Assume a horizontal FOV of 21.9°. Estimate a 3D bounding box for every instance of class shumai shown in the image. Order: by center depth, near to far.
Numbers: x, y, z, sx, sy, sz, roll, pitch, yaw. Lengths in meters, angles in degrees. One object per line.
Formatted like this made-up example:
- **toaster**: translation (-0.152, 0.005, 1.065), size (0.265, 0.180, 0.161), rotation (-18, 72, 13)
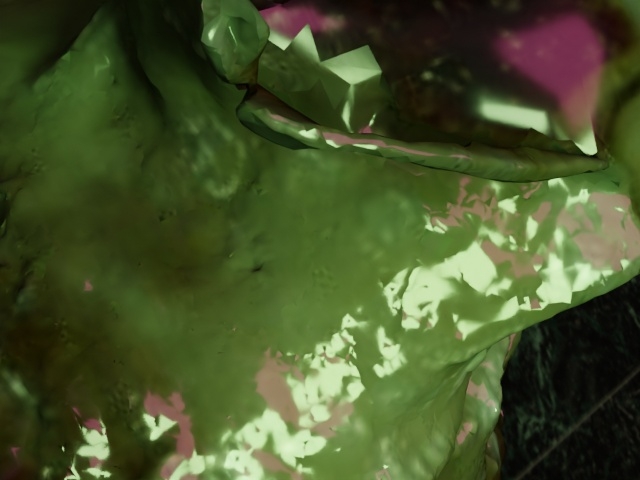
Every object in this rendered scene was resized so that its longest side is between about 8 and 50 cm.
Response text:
- **shumai**: translation (0.000, 0.000, 0.724), size (0.395, 0.348, 0.395), rotation (34, 32, -25)
